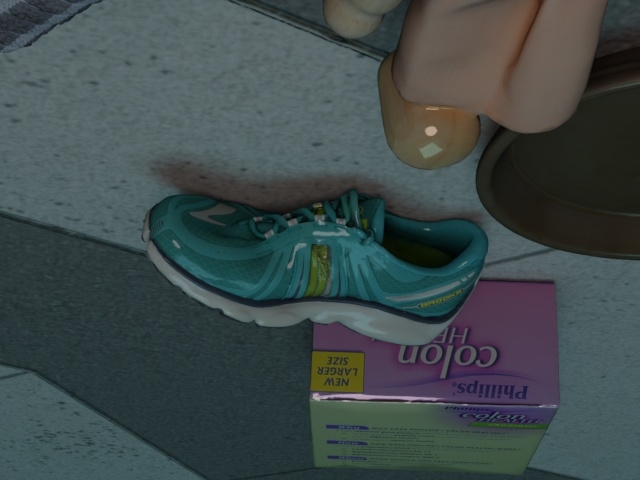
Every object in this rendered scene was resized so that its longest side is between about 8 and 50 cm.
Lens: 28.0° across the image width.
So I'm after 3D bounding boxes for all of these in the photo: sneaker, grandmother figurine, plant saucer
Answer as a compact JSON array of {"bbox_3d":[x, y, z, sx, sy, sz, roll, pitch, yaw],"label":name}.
[{"bbox_3d":[0.000,0.000,0.974,0.275,0.107,0.110,8,136,-25],"label":"sneaker"},{"bbox_3d":[0.101,-0.143,0.554,0.208,0.104,0.342,-39,168,-11],"label":"grandmother figurine"},{"bbox_3d":[0.243,-0.056,0.860,0.278,0.041,0.278,2,155,1],"label":"plant saucer"}]

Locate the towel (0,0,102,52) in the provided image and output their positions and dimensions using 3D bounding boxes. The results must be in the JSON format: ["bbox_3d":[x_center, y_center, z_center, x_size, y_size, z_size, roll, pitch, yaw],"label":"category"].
[{"bbox_3d":[-0.137,-0.155,0.369,0.235,0.121,0.284,13,172,-29],"label":"towel"}]

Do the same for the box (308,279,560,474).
[{"bbox_3d":[0.099,0.132,1.203,0.214,0.117,0.243,2,157,2],"label":"box"}]
